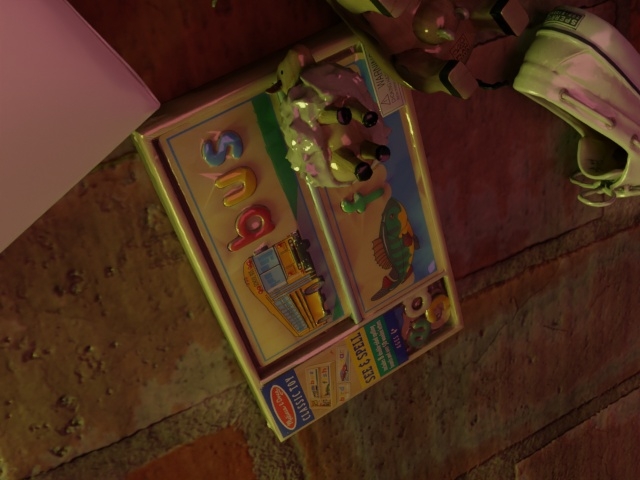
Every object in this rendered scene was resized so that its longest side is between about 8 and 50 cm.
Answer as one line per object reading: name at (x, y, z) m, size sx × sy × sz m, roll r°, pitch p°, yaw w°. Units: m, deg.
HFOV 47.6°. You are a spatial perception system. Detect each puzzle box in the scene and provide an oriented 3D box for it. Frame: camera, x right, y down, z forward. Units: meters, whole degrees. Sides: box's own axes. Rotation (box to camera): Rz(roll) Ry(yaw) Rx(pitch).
puzzle box at (0.000, 0.000, 0.774) m, size 0.272 × 0.052 × 0.408 m, roll -29°, pitch 124°, yaw -14°

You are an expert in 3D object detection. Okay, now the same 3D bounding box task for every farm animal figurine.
farm animal figurine at (0.044, -0.252, 0.587) m, size 0.330 × 0.172 × 0.326 m, roll -38°, pitch 121°, yaw -11°

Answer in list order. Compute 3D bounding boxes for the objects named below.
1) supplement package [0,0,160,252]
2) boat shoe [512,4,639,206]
supplement package at (-0.291, -0.075, 0.497) m, size 0.293 × 0.177 × 0.175 m, roll -44°, pitch 126°, yaw -4°
boat shoe at (0.359, -0.109, 0.874) m, size 0.367 × 0.136 × 0.156 m, roll 31°, pitch 95°, yaw -33°
